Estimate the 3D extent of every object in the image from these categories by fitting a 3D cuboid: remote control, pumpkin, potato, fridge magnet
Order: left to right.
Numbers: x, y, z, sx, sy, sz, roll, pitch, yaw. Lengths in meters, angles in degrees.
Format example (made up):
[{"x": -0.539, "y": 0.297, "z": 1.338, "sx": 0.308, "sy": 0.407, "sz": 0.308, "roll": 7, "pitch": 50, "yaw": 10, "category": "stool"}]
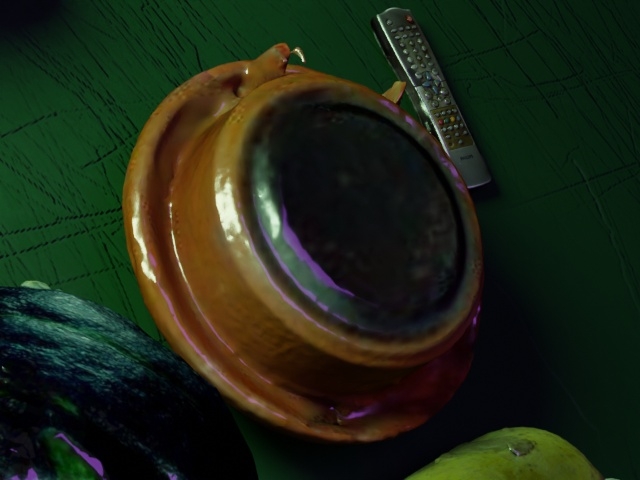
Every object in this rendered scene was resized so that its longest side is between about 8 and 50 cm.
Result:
[{"x": -0.202, "y": 0.204, "z": 0.887, "sx": 0.266, "sy": 0.363, "sz": 0.363, "roll": 34, "pitch": 50, "yaw": -16, "category": "pumpkin"}, {"x": 0.000, "y": 0.000, "z": 1.292, "sx": 0.363, "sy": 0.155, "sz": 0.363, "roll": 17, "pitch": 57, "yaw": -29, "category": "fridge magnet"}, {"x": 0.114, "y": -0.146, "z": 1.551, "sx": 0.059, "sy": 0.028, "sz": 0.212, "roll": -16, "pitch": 76, "yaw": -38, "category": "remote control"}, {"x": 0.146, "y": 0.236, "z": 1.269, "sx": 0.271, "sy": 0.111, "sz": 0.160, "roll": -26, "pitch": 64, "yaw": -33, "category": "potato"}]

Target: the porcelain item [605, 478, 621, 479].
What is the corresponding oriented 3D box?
[{"x": 0.208, "y": 0.287, "z": 1.366, "sx": 0.215, "sy": 0.069, "sz": 0.081, "roll": -17, "pitch": 82, "yaw": -37, "category": "porcelain item"}]
